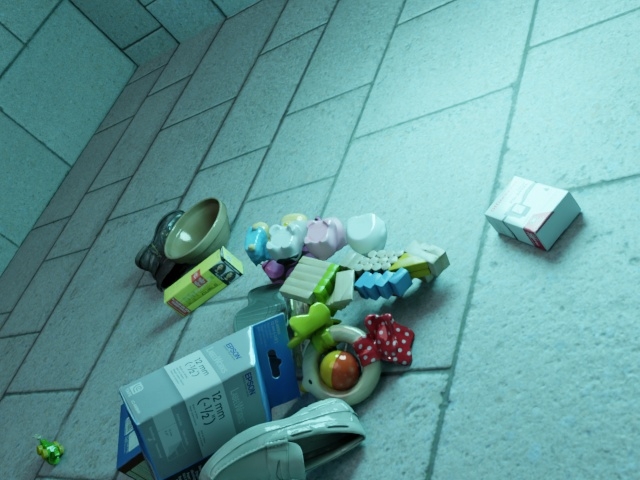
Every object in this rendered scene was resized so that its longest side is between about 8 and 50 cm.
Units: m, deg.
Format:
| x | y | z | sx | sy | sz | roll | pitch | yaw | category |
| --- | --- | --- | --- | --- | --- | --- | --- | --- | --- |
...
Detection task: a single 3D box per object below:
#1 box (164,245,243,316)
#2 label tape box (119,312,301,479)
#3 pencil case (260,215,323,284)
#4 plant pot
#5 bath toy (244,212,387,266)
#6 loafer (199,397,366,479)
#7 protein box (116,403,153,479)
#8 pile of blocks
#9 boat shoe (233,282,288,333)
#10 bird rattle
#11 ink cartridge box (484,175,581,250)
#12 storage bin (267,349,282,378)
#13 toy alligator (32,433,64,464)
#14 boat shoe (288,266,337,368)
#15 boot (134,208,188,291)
| x | y | z | sx | sy | sz | roll | pitch | yaw | category |
| --- | --- | --- | --- | --- | --- | --- | --- | --- | --- |
| -0.336 | 0.120 | 2.071 | 0.232 | 0.087 | 0.058 | -35 | 34 | 15 | box |
| -0.184 | 0.326 | 1.411 | 0.348 | 0.249 | 0.115 | -23 | 38 | -20 | label tape box |
| -0.056 | 0.027 | 1.857 | 0.209 | 0.095 | 0.098 | -39 | 11 | 7 | pencil case |
| -0.357 | -0.009 | 2.214 | 0.237 | 0.110 | 0.237 | -29 | 35 | 23 | plant pot |
| 0.000 | 0.000 | 1.714 | 0.349 | 0.129 | 0.151 | -3 | 52 | 25 | bath toy |
| -0.066 | 0.393 | 1.337 | 0.320 | 0.112 | 0.111 | -23 | 32 | -21 | loafer |
| -0.353 | 0.434 | 1.693 | 0.201 | 0.136 | 0.199 | -37 | 33 | 13 | protein box |
| 0.101 | 0.102 | 1.541 | 0.362 | 0.112 | 0.148 | -10 | 43 | 20 | pile of blocks |
| -0.124 | 0.189 | 1.645 | 0.118 | 0.103 | 0.320 | -12 | 14 | 2 | boat shoe |
| 0.057 | 0.234 | 1.468 | 0.254 | 0.143 | 0.206 | 12 | 87 | 12 | bird rattle |
| 0.416 | -0.056 | 1.432 | 0.109 | 0.063 | 0.150 | -50 | 33 | -7 | ink cartridge box |
| -0.138 | 0.294 | 1.661 | 0.135 | 0.098 | 0.091 | 6 | 86 | 51 | storage bin |
| -0.785 | 0.605 | 2.078 | 0.190 | 0.056 | 0.051 | 5 | 98 | 51 | toy alligator |
| -0.038 | 0.167 | 1.662 | 0.089 | 0.104 | 0.285 | -33 | 35 | 14 | boat shoe |
| -0.476 | 0.032 | 2.345 | 0.229 | 0.091 | 0.263 | 22 | 75 | 50 | boot |
